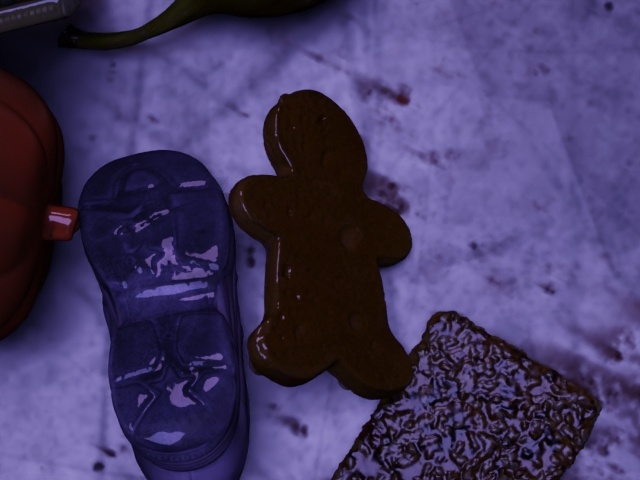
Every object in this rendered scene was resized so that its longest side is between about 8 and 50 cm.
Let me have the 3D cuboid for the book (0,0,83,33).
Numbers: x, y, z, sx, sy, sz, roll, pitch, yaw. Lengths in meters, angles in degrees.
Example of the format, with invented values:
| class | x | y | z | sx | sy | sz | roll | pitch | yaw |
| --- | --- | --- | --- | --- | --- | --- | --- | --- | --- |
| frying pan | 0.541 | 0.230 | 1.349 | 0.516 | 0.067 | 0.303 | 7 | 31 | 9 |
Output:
| class | x | y | z | sx | sy | sz | roll | pitch | yaw |
| --- | --- | --- | --- | --- | --- | --- | --- | --- | --- |
| book | -0.258 | -0.134 | 1.163 | 0.228 | 0.160 | 0.024 | -12 | 107 | 4 |

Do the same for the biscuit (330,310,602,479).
| class | x | y | z | sx | sy | sz | roll | pitch | yaw |
| --- | --- | --- | --- | --- | --- | --- | --- | --- | --- |
| biscuit | 0.071 | 0.169 | 1.194 | 0.131 | 0.025 | 0.231 | 30 | 85 | 7 |

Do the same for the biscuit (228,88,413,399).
| class | x | y | z | sx | sy | sz | roll | pitch | yaw |
| --- | --- | --- | --- | --- | --- | --- | --- | --- | --- |
| biscuit | 0.000 | 0.000 | 1.181 | 0.138 | 0.031 | 0.205 | 11 | 63 | -36 |

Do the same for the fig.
| class | x | y | z | sx | sy | sz | roll | pitch | yaw |
| --- | --- | --- | --- | --- | --- | --- | --- | --- | --- |
| fig | -0.071 | -0.178 | 1.210 | 0.236 | 0.124 | 0.124 | -34 | 82 | 13 |

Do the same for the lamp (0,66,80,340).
| class | x | y | z | sx | sy | sz | roll | pitch | yaw |
| --- | --- | --- | --- | --- | --- | --- | --- | --- | --- |
| lamp | -0.229 | -0.021 | 1.153 | 0.164 | 0.187 | 0.187 | 8 | 83 | 4 |

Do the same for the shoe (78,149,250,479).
| class | x | y | z | sx | sy | sz | roll | pitch | yaw |
| --- | --- | --- | --- | --- | --- | --- | --- | --- | --- |
| shoe | -0.093 | 0.059 | 1.179 | 0.095 | 0.137 | 0.245 | -9 | 51 | -5 |
